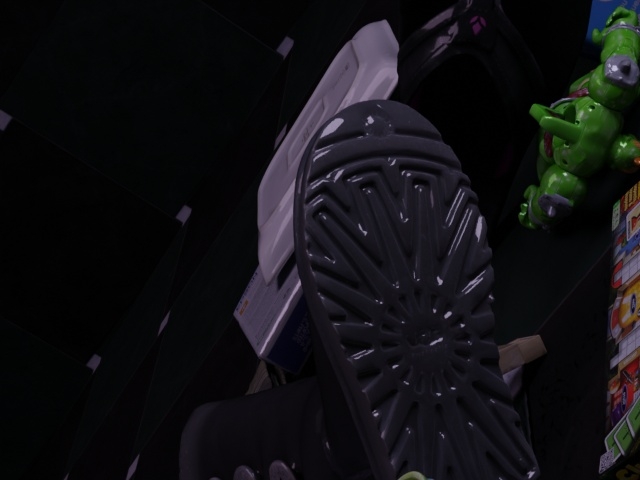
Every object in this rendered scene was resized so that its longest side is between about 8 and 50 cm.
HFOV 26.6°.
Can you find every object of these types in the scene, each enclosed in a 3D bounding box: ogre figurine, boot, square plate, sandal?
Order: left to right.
[{"bbox_3d":[-0.006,0.127,1.150,0.445,0.146,0.367,143,119,-64],"label":"boot"},{"bbox_3d":[-0.001,-0.139,1.867,0.344,0.049,0.347,-58,12,15],"label":"square plate"},{"bbox_3d":[0.131,-0.110,1.202,0.107,0.167,0.446,-75,-4,-50],"label":"sandal"},{"bbox_3d":[0.217,-0.090,1.123,0.197,0.097,0.118,-46,6,16],"label":"ogre figurine"}]

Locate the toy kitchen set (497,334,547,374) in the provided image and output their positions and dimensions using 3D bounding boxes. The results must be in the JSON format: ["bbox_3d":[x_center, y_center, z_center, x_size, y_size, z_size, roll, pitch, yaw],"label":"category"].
[{"bbox_3d":[0.143,0.128,1.107,0.083,0.075,0.068,-24,1,-25],"label":"toy kitchen set"}]

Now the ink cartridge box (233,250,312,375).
[{"bbox_3d":[0.000,0.000,1.820,0.324,0.071,0.330,-61,10,1],"label":"ink cartridge box"}]

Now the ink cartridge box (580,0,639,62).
[{"bbox_3d":[0.166,-0.376,1.220,0.285,0.395,0.166,-61,13,9],"label":"ink cartridge box"}]

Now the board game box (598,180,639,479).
[{"bbox_3d":[0.244,0.031,0.921,0.136,0.030,0.260,-47,20,42],"label":"board game box"}]

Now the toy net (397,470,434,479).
[{"bbox_3d":[0.049,0.254,0.819,0.122,0.045,0.232,-50,21,29],"label":"toy net"}]

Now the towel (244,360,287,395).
[{"bbox_3d":[-0.107,0.323,1.653,0.324,0.056,0.312,-63,10,8],"label":"towel"}]
